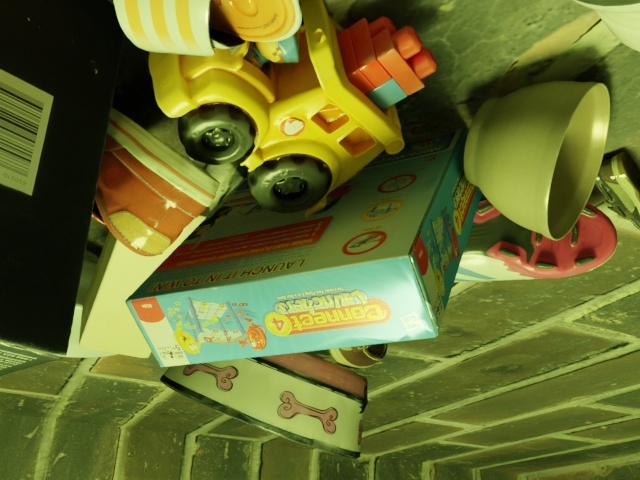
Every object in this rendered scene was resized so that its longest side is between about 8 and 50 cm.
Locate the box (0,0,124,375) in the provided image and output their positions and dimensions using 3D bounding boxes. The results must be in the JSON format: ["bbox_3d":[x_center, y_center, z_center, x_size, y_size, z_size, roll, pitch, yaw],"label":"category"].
[{"bbox_3d":[-0.355,-0.053,0.667,0.313,0.343,0.179,-18,149,38],"label":"box"}]

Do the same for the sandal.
[{"bbox_3d":[-0.140,-0.187,0.571,0.265,0.076,0.102,20,157,18],"label":"sandal"}]

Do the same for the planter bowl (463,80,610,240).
[{"bbox_3d":[0.217,-0.092,0.773,0.109,0.162,0.162,19,165,32],"label":"planter bowl"}]

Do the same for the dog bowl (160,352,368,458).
[{"bbox_3d":[-0.091,0.275,1.441,0.408,0.150,0.408,21,171,4],"label":"dog bowl"}]

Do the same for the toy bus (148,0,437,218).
[{"bbox_3d":[-0.013,-0.149,0.683,0.212,0.149,0.220,-28,140,27],"label":"toy bus"}]

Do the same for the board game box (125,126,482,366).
[{"bbox_3d":[0.000,0.000,0.810,0.308,0.302,0.086,-10,115,26],"label":"board game box"}]

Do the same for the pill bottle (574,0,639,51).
[{"bbox_3d":[0.178,-0.236,0.432,0.162,0.162,0.278,-17,149,36],"label":"pill bottle"}]

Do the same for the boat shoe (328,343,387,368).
[{"bbox_3d":[0.073,0.136,1.302,0.123,0.123,0.342,-6,147,21],"label":"boat shoe"}]

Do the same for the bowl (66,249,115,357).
[{"bbox_3d":[-0.440,0.089,1.228,0.298,0.134,0.298,2,154,1],"label":"bowl"}]

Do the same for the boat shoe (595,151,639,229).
[{"bbox_3d":[0.380,-0.058,0.931,0.049,0.056,0.152,-10,143,36],"label":"boat shoe"}]

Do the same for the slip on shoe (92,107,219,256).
[{"bbox_3d":[-0.207,-0.070,0.755,0.123,0.101,0.331,36,178,-35],"label":"slip on shoe"}]

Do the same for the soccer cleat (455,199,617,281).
[{"bbox_3d":[0.228,0.001,1.027,0.332,0.115,0.143,-3,171,16],"label":"soccer cleat"}]

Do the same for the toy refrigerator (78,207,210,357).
[{"bbox_3d":[-0.244,0.032,1.016,0.102,0.094,0.269,13,126,-22],"label":"toy refrigerator"}]
